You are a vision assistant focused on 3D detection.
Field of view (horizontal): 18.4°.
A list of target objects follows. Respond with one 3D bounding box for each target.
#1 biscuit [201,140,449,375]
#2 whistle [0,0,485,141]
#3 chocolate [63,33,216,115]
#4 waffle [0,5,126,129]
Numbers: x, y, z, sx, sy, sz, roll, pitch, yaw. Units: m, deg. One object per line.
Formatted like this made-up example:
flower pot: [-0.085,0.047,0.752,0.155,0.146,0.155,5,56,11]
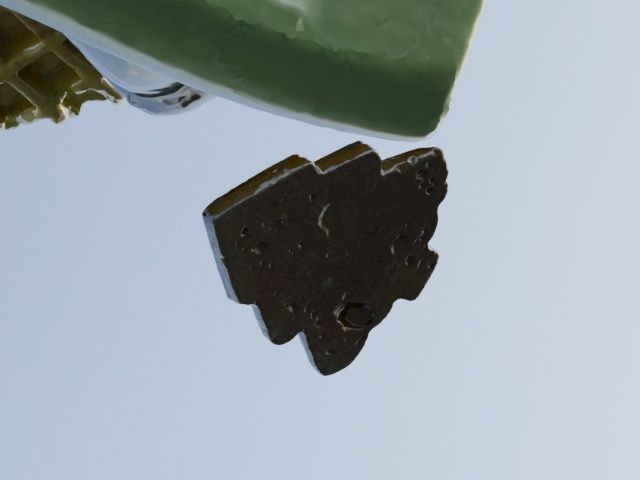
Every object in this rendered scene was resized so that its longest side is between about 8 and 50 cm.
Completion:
biscuit: [0.000,0.000,0.875,0.130,0.019,0.119,18,-75,-41]
whistle: [-0.107,-0.100,0.327,0.294,0.141,0.141,17,-62,1]
chocolate: [-0.048,-0.175,0.947,0.284,0.283,0.186,-34,-85,-10]
waffle: [-0.233,-0.196,1.337,0.310,0.065,0.283,3,-58,-12]
